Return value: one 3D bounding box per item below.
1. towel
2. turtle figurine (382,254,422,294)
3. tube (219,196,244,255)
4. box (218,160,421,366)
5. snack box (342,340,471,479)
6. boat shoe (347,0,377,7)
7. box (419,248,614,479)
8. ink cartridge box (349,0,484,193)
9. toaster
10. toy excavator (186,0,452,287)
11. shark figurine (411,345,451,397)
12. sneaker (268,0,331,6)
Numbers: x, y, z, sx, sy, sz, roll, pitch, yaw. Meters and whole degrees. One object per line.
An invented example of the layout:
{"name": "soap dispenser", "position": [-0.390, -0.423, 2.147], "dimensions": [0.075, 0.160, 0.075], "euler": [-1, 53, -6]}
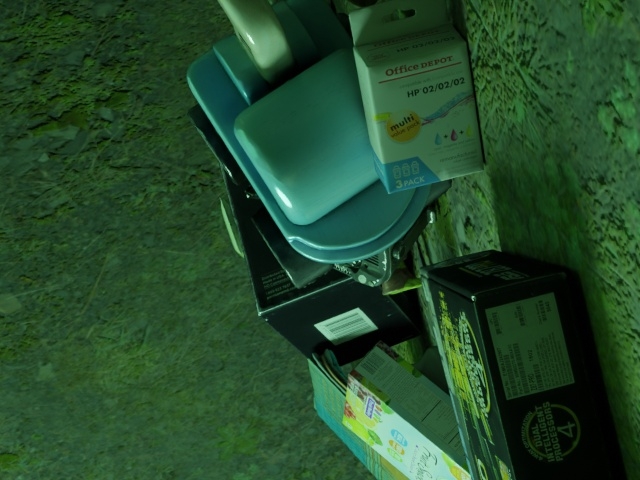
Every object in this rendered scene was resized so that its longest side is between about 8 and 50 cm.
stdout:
{"name": "towel", "position": [0.118, 0.341, 2.338], "dimensions": [0.370, 0.040, 0.271], "euler": [46, 165, 19]}
{"name": "turtle figurine", "position": [0.087, -0.036, 2.109], "dimensions": [0.269, 0.087, 0.217], "euler": [128, 128, -84]}
{"name": "tube", "position": [-0.113, -0.003, 2.385], "dimensions": [0.062, 0.070, 0.240], "euler": [-62, -14, -4]}
{"name": "box", "position": [0.000, 0.000, 2.313], "dimensions": [0.296, 0.182, 0.294], "euler": [48, -158, -62]}
{"name": "snack box", "position": [0.128, 0.243, 1.928], "dimensions": [0.207, 0.070, 0.174], "euler": [37, 158, 16]}
{"name": "boat shoe", "position": [0.008, -0.346, 1.911], "dimensions": [0.056, 0.153, 0.048], "euler": [-56, 17, 18]}
{"name": "box", "position": [0.201, 0.213, 1.444], "dimensions": [0.318, 0.097, 0.395], "euler": [-121, 17, -85]}
{"name": "ink cartridge box", "position": [0.096, -0.149, 1.527], "dimensions": [0.061, 0.104, 0.181], "euler": [-113, 10, -61]}
{"name": "toaster", "position": [0.034, -0.051, 1.939], "dimensions": [0.227, 0.146, 0.129], "euler": [24, 141, 29]}
{"name": "toy excavator", "position": [-0.041, -0.183, 1.610], "dimensions": [0.433, 0.222, 0.445], "euler": [57, 177, 4]}
{"name": "shark figurine", "position": [0.140, 0.186, 2.024], "dimensions": [0.278, 0.116, 0.166], "euler": [98, 158, -74]}
{"name": "sneaker", "position": [-0.011, -0.301, 2.429], "dimensions": [0.118, 0.110, 0.292], "euler": [67, -175, -54]}
